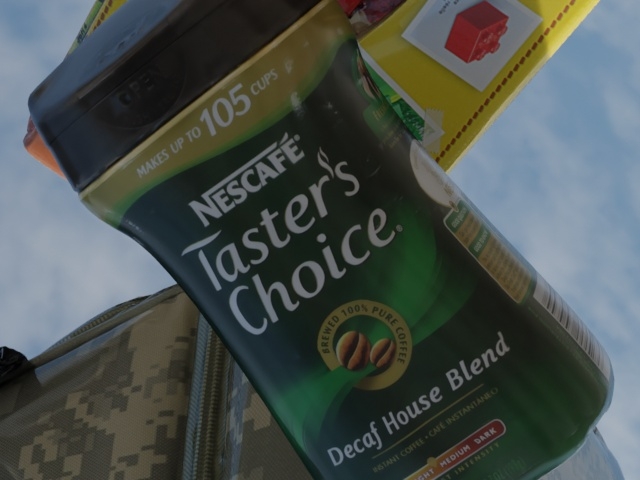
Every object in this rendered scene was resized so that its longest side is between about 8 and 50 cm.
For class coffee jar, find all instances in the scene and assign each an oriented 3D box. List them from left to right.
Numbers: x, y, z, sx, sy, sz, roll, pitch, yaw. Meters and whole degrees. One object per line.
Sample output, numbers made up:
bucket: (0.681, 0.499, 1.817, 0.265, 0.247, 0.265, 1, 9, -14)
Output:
coffee jar: (0.000, 0.000, 0.438, 0.184, 0.096, 0.079, 51, -161, -7)

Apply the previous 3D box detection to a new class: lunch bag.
lunch bag: (-0.011, 0.152, 0.654, 0.305, 0.256, 0.212, 45, -145, -48)

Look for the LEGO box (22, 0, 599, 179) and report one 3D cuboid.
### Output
LEGO box: (0.089, -0.252, 0.737, 0.193, 0.500, 0.372, 34, -140, -7)
